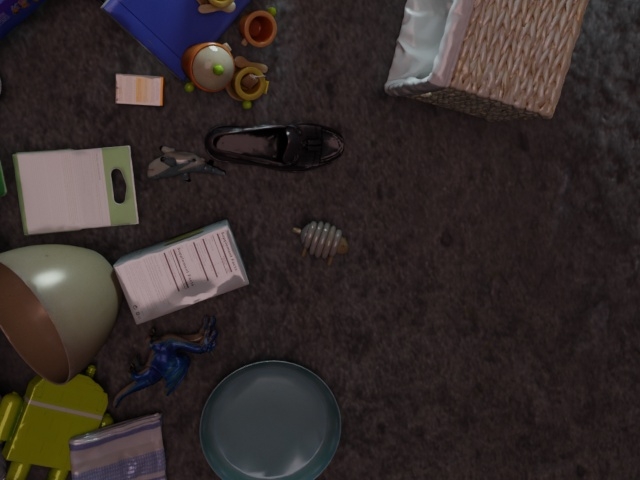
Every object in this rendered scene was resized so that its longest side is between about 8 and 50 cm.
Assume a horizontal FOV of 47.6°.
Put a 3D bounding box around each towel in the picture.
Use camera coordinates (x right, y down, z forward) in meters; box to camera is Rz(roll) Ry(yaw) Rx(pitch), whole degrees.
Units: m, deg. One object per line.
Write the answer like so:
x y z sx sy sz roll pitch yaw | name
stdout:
-0.429 0.532 1.581 0.209 0.034 0.285 -10 101 -33 | towel

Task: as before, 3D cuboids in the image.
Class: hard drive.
-0.252 -0.510 1.450 0.318 0.040 0.210 -51 126 -3 | hard drive

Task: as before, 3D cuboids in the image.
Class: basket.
0.324 -0.423 1.447 0.266 0.328 0.331 13 95 -13 | basket

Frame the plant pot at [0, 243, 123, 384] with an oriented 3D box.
-0.516 0.119 1.463 0.191 0.284 0.284 -36 103 -40 | plant pot

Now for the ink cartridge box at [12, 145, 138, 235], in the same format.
-0.506 -0.107 1.517 0.235 0.056 0.171 -6 99 -9 | ink cartridge box

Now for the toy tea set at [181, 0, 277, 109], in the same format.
-0.157 -0.429 1.436 0.200 0.124 0.336 3 108 -32 | toy tea set

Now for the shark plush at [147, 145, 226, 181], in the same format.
-0.287 -0.157 1.555 0.161 0.073 0.067 -1 119 -27 | shark plush

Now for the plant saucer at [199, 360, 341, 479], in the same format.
-0.113 0.420 1.644 0.318 0.044 0.317 -1 97 -8 | plant saucer

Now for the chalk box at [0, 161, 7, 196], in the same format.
-0.764 -0.110 1.424 0.289 0.179 0.180 -10 98 -7 | chalk box

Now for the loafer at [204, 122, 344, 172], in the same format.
-0.094 -0.197 1.535 0.302 0.095 0.109 0 98 -7 | loafer

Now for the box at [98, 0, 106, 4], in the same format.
-0.417 -0.555 1.449 0.156 0.093 0.158 31 92 -10 | box

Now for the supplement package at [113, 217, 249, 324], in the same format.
-0.287 0.060 1.525 0.244 0.139 0.134 -20 101 -5 | supplement package

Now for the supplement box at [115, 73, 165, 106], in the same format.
-0.376 -0.313 1.514 0.098 0.036 0.062 3 98 -8 | supplement box

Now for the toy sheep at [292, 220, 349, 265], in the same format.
0.000 0.000 1.582 0.132 0.091 0.091 17 95 -4 | toy sheep

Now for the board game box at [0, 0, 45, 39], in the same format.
-0.593 -0.559 1.374 0.347 0.078 0.233 -38 80 6 | board game box

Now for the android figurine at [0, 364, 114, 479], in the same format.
-0.555 0.385 1.528 0.248 0.056 0.273 23 80 -36 | android figurine

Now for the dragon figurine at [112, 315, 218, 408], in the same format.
-0.334 0.278 1.575 0.144 0.085 0.289 31 92 -10 | dragon figurine

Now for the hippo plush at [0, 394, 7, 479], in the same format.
-0.781 0.425 1.500 0.237 0.294 0.234 -8 69 17 | hippo plush
